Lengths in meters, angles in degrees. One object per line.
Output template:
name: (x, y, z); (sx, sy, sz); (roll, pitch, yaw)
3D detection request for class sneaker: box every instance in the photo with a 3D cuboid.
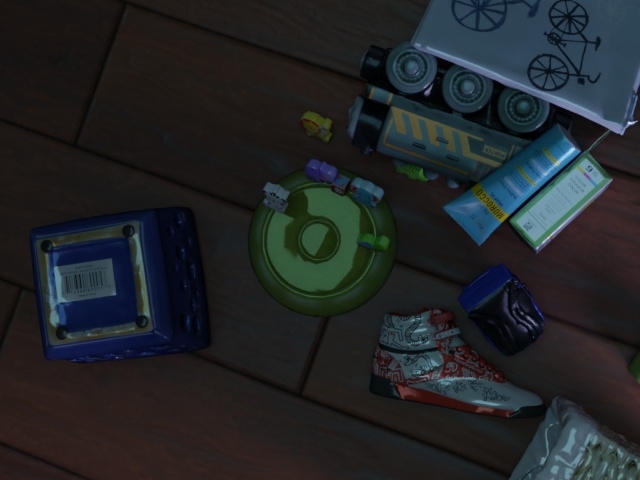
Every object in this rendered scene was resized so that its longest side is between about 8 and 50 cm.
sneaker: (0.211, 0.180, 1.912); (0.270, 0.090, 0.145); (8, 89, 16)

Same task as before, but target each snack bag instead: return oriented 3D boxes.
snack bag: (0.341, -0.342, 1.884); (0.342, 0.037, 0.323); (23, 63, 3)

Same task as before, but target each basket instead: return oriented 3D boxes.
basket: (0.373, 0.423, 1.755); (0.266, 0.331, 0.328); (28, 91, 8)

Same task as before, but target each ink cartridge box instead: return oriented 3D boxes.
ink cartridge box: (0.377, -0.074, 1.895); (0.209, 0.109, 0.062); (-44, 81, 4)

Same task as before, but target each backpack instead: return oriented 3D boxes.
backpack: (0.277, 0.103, 1.908); (0.098, 0.101, 0.120); (-36, 114, 10)

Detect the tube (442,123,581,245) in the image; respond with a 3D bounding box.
tube: (0.281, -0.085, 1.840); (0.207, 0.052, 0.080); (-41, 94, 20)

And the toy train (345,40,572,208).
toy train: (0.203, -0.177, 1.911); (0.334, 0.142, 0.190); (20, 98, 3)

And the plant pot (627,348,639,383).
plant pot: (0.499, 0.178, 1.879); (0.083, 0.083, 0.079); (44, 106, 10)

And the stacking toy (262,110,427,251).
stacking toy: (0.038, -0.091, 1.947); (0.221, 0.052, 0.167); (24, 62, 10)

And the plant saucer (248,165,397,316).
plant saucer: (0.000, 0.000, 1.992); (0.241, 0.037, 0.241); (-1, 86, 9)

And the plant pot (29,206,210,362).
plant pot: (-0.317, 0.069, 1.955); (0.236, 0.212, 0.236); (-8, 86, 9)
